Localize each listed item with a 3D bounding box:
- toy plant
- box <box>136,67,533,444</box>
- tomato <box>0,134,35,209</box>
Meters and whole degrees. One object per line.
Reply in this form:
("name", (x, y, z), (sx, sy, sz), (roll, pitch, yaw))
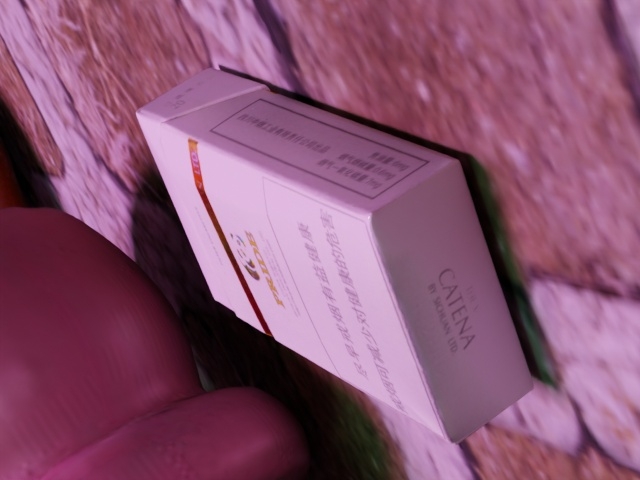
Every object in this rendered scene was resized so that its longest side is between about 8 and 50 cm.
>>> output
("toy plant", (-0.094, 0.178, 0.707), (0.356, 0.317, 0.210), (49, -162, 9))
("box", (0.000, 0.000, 0.536), (0.154, 0.040, 0.084), (27, 146, 55))
("tomato", (-0.269, -0.011, 0.927), (0.232, 0.188, 0.232), (44, 154, 28))
